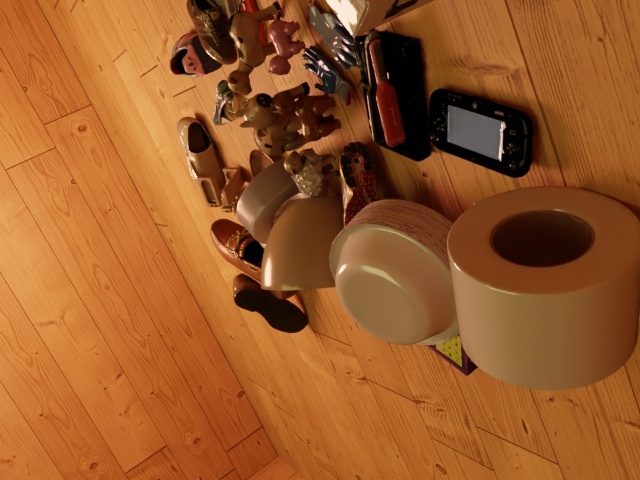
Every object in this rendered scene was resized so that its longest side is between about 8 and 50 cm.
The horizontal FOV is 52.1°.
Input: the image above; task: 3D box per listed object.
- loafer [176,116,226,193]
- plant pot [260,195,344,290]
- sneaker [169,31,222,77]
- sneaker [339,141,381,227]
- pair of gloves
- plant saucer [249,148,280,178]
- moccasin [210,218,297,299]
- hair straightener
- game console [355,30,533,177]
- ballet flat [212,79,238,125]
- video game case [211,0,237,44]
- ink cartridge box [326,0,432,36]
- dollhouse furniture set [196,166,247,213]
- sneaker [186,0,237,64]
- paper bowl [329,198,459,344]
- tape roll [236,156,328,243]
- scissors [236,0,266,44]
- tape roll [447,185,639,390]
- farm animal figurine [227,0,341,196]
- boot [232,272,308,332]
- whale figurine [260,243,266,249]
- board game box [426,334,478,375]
[{"bbox_3d":[-0.375,-0.264,2.064,0.268,0.102,0.092,64,163,-12],"label":"loafer"},{"bbox_3d":[0.000,0.000,1.459,0.284,0.284,0.190,-2,94,64],"label":"plant pot"},{"bbox_3d":[-0.353,-0.478,1.713,0.319,0.131,0.112,13,131,60],"label":"sneaker"},{"bbox_3d":[0.086,-0.088,1.334,0.093,0.088,0.225,-93,-1,-83],"label":"sneaker"},{"bbox_3d":[0.020,-0.352,1.251,0.159,0.023,0.198,49,155,25],"label":"pair of gloves"},{"bbox_3d":[-0.122,-0.162,1.760,0.198,0.036,0.198,44,153,30],"label":"plant saucer"},{"bbox_3d":[-0.217,0.036,2.066,0.380,0.139,0.146,42,151,34],"label":"moccasin"},{"bbox_3d":[0.078,-0.269,1.095,0.089,0.047,0.230,21,136,57],"label":"hair straightener"},{"bbox_3d":[0.191,-0.209,1.052,0.361,0.044,0.213,32,146,46],"label":"game console"},{"bbox_3d":[-0.252,-0.353,1.759,0.070,0.070,0.188,53,160,13],"label":"ballet flat"},{"bbox_3d":[-0.268,-0.614,1.509,0.204,0.025,0.285,38,149,41],"label":"video game case"},{"bbox_3d":[0.084,-0.374,0.893,0.127,0.175,0.072,55,157,9],"label":"ink cartridge box"},{"bbox_3d":[-0.314,-0.133,1.992,0.151,0.123,0.144,3,132,20],"label":"dollhouse furniture set"},{"bbox_3d":[-0.251,-0.494,1.505,0.188,0.066,0.071,56,156,4],"label":"sneaker"},{"bbox_3d":[0.142,0.076,1.197,0.284,0.148,0.284,26,140,24],"label":"paper bowl"},{"bbox_3d":[-0.088,-0.093,1.538,0.072,0.219,0.219,48,155,22],"label":"tape roll"},{"bbox_3d":[-0.152,-0.536,1.383,0.109,0.021,0.297,49,155,28],"label":"scissors"},{"bbox_3d":[0.304,0.059,0.894,0.246,0.246,0.169,31,144,48],"label":"tape roll"},{"bbox_3d":[-0.100,-0.281,1.334,0.326,0.172,0.330,84,162,-60],"label":"farm animal figurine"},{"bbox_3d":[-0.161,0.200,2.126,0.305,0.112,0.115,36,-164,-34],"label":"boot"},{"bbox_3d":[-0.075,-0.004,1.775,0.216,0.141,0.272,49,-178,-9],"label":"whale figurine"},{"bbox_3d":[0.235,0.101,1.347,0.208,0.056,0.346,31,145,41],"label":"board game box"}]
